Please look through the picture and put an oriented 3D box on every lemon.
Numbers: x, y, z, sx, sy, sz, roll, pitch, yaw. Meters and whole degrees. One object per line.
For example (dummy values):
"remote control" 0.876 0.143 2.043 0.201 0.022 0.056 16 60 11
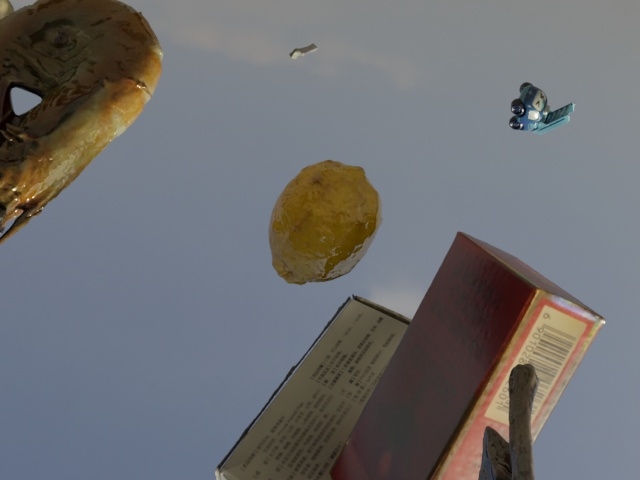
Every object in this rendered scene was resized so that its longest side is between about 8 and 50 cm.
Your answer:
"lemon" 0.002 -0.016 0.982 0.114 0.155 0.114 27 -158 -12

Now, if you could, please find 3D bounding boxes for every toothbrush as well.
"toothbrush" -0.029 -0.331 1.602 0.014 0.017 0.194 43 -164 -3

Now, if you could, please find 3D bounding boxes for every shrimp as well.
"shrimp" -0.250 -0.113 0.786 0.152 0.063 0.287 34 -119 -1

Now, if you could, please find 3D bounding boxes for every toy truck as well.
"toy truck" 0.337 -0.195 1.393 0.090 0.073 0.056 17 -122 20

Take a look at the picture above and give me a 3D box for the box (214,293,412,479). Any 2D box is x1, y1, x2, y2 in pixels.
"box" 0.019 0.248 1.192 0.145 0.173 0.333 26 -127 20

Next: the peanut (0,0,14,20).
"peanut" -0.461 -0.252 1.212 0.100 0.214 0.099 18 -137 -18

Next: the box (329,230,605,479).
"box" 0.134 0.166 0.923 0.089 0.313 0.197 25 -171 -19

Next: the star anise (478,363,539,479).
"star anise" 0.121 0.202 0.544 0.209 0.231 0.089 -22 -179 -19
